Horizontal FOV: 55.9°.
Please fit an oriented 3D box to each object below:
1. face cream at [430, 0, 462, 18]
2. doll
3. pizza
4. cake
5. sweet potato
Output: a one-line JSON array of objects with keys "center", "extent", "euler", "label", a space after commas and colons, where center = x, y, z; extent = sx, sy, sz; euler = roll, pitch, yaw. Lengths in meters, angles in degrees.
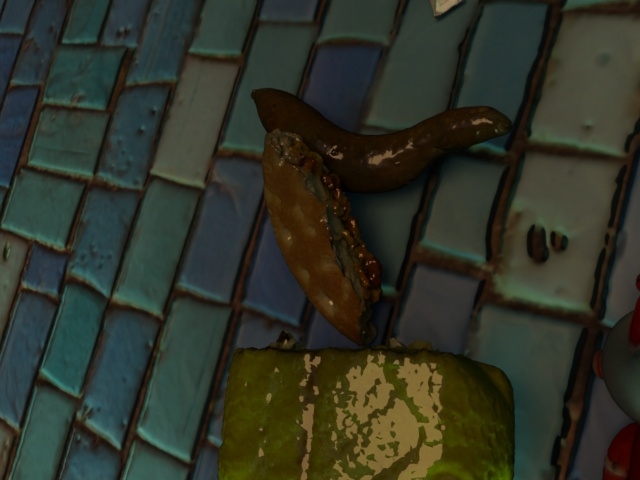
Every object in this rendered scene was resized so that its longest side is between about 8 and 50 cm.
[{"center": [0.129, -0.311, 0.703], "extent": [0.038, 0.020, 0.115], "euler": [-29, 67, 21], "label": "face cream"}, {"center": [0.275, 0.144, 0.472], "extent": [0.142, 0.076, 0.244], "euler": [-25, 61, 57], "label": "doll"}, {"center": [0.003, -0.001, 0.651], "extent": [0.246, 0.058, 0.127], "euler": [59, 146, 5], "label": "pizza"}, {"center": [0.044, 0.165, 0.550], "extent": [0.261, 0.179, 0.156], "euler": [-2, 78, 27], "label": "cake"}, {"center": [0.035, -0.106, 0.668], "extent": [0.346, 0.079, 0.108], "euler": [15, 106, 36], "label": "sweet potato"}]
